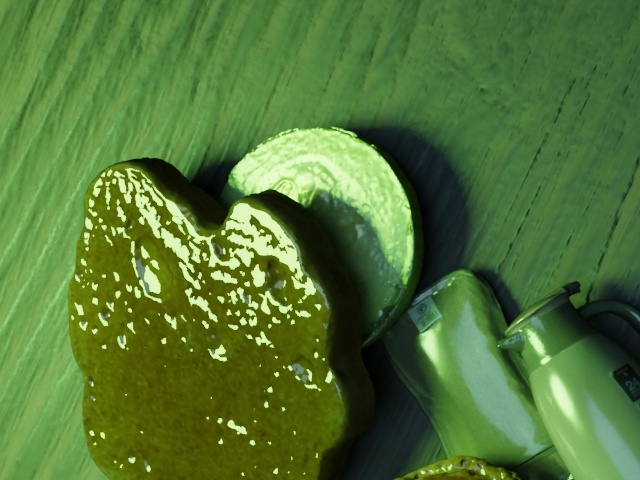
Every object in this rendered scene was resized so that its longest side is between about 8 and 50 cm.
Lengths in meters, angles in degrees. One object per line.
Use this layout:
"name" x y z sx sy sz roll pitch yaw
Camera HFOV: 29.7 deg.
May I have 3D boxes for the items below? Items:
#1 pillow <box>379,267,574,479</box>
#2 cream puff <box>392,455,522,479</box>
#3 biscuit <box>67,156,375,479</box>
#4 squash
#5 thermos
"pillow" 0.142 0.141 1.102 0.130 0.033 0.217 -37 77 23
"cream puff" 0.123 0.305 1.043 0.183 0.183 0.169 -11 122 23
"biscuit" -0.114 0.099 1.161 0.359 0.074 0.381 -21 87 32
"squash" -0.003 0.000 1.145 0.219 0.041 0.219 1 93 31
"thermos" 0.245 0.127 1.025 0.137 0.105 0.193 -28 74 -15
